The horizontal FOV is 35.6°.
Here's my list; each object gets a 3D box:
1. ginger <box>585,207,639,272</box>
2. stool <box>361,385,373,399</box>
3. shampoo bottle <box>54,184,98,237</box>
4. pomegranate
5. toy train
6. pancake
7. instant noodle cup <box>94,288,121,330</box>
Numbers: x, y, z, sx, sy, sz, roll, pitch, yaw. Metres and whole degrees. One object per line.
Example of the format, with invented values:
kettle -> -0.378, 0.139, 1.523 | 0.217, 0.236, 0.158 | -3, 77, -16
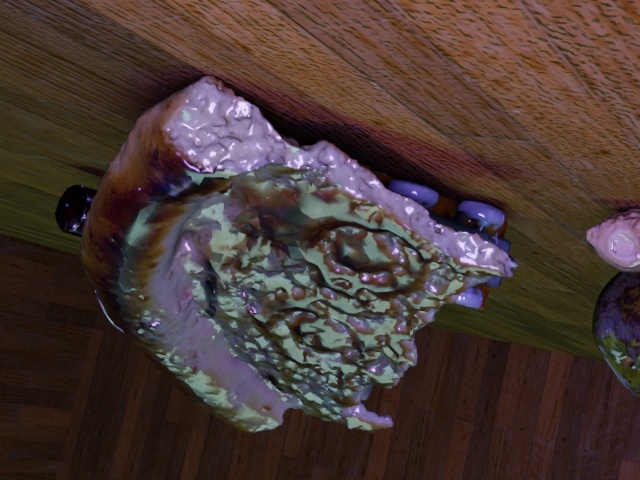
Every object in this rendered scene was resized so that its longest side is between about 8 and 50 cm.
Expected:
ginger -> 0.267, 0.001, 0.688 | 0.069, 0.051, 0.173 | 10, 171, -33
stool -> -0.043, 0.052, 1.063 | 0.195, 0.199, 0.195 | 8, 170, 43
shampoo bottle -> -0.216, -0.008, 1.290 | 0.104, 0.104, 0.278 | 7, 171, 41
pomegranate -> 0.334, 0.082, 0.915 | 0.163, 0.138, 0.125 | -9, -155, 16
toy train -> 0.073, -0.002, 0.847 | 0.219, 0.089, 0.127 | 16, 177, -35
pancake -> -0.045, 0.058, 0.789 | 0.304, 0.067, 0.427 | 20, 143, -4
instant noodle cup -> -0.263, 0.065, 1.727 | 0.153, 0.205, 0.205 | -6, 163, 40
